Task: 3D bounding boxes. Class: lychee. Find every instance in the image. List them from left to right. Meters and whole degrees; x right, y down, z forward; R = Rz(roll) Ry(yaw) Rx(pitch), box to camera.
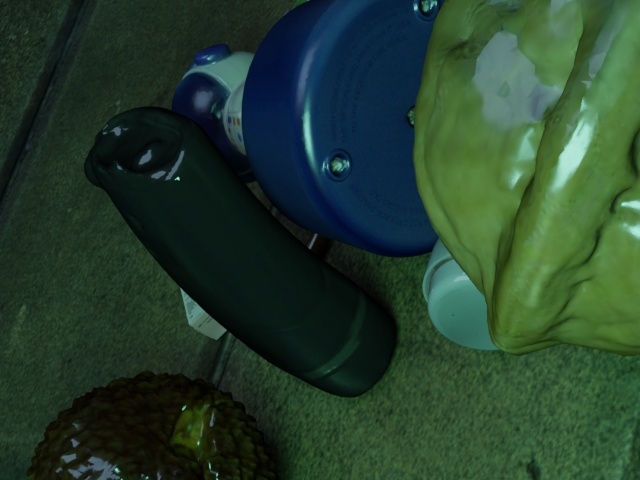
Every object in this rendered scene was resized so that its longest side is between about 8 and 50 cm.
[{"bbox_3d":[-0.167,0.263,1.831,0.267,0.267,0.267,-33,40,33],"label":"lychee"}]

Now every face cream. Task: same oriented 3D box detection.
[{"bbox_3d":[0.153,0.034,1.717,0.117,0.117,0.104,-28,35,37],"label":"face cream"}]

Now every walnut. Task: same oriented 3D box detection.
[{"bbox_3d":[0.255,-0.095,1.500,0.383,0.383,0.384,-33,40,33],"label":"walnut"}]

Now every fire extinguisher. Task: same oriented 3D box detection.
[{"bbox_3d":[0.000,0.000,2.031,0.028,0.022,0.083,20,78,25],"label":"fire extinguisher"}]

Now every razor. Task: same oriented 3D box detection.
[{"bbox_3d":[-0.081,0.016,1.836,0.113,0.349,0.204,-52,30,-13],"label":"razor"}]

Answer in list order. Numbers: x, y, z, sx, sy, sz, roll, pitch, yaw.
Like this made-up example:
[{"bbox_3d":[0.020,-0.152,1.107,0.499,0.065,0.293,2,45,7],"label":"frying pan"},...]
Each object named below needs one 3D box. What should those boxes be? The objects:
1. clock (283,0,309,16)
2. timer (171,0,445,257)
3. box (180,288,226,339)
[{"bbox_3d":[0.022,-0.226,2.126,0.195,0.100,0.194,-57,29,-5],"label":"clock"},{"bbox_3d":[-0.020,-0.126,1.929,0.383,0.270,0.270,4,66,53],"label":"timer"},{"bbox_3d":[-0.099,0.039,2.105,0.125,0.043,0.089,-43,36,21],"label":"box"}]
